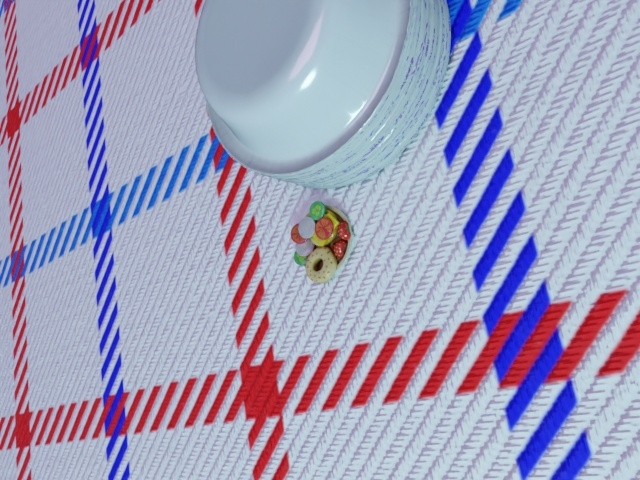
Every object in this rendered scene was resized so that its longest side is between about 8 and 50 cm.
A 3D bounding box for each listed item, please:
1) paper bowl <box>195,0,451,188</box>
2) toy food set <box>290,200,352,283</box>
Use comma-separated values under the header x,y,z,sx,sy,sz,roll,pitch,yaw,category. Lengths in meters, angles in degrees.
x,y,z,sx,sy,sz,roll,pitch,yaw,category
-0.020,-0.205,0.581,0.284,0.148,0.284,-6,80,38,paper bowl
0.000,0.000,0.621,0.082,0.020,0.083,47,114,33,toy food set
